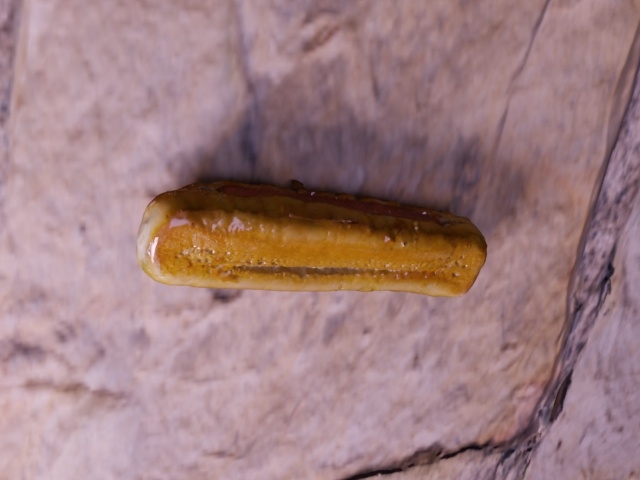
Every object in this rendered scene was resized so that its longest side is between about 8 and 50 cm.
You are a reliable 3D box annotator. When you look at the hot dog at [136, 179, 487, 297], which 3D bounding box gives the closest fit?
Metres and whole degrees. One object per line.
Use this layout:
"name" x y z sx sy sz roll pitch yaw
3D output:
"hot dog" 0.001 0.003 0.751 0.286 0.061 0.087 10 115 -32
